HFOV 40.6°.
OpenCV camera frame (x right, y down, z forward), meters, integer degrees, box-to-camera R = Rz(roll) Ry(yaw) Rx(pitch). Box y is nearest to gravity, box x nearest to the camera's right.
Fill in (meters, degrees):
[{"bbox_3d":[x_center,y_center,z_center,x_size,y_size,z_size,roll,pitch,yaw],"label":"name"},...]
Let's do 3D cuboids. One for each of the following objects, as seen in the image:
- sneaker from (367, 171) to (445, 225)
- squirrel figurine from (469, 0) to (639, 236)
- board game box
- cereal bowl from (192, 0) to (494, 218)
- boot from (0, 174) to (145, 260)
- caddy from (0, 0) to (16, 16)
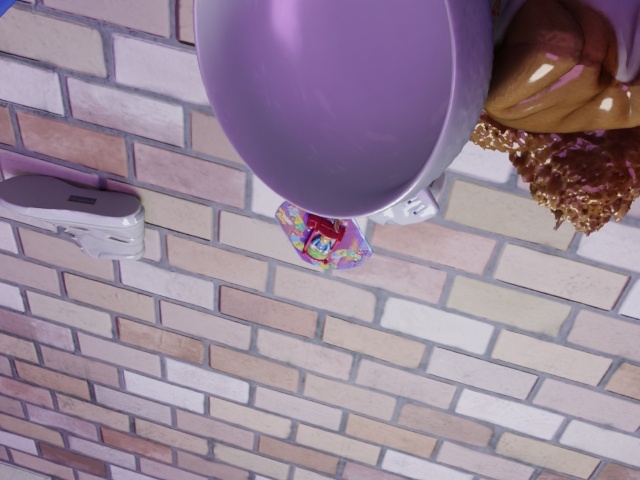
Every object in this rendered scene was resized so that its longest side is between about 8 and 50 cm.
[{"bbox_3d":[0.088,-0.150,1.110,0.210,0.137,0.366,23,144,-5],"label":"sneaker"},{"bbox_3d":[0.345,-0.176,0.923,0.371,0.281,0.397,15,154,-9],"label":"squirrel figurine"},{"bbox_3d":[0.000,0.000,1.380,0.133,0.033,0.168,-7,132,28],"label":"board game box"},{"bbox_3d":[0.032,-0.200,0.861,0.339,0.141,0.338,20,122,36],"label":"cereal bowl"},{"bbox_3d":[-0.424,-0.028,1.475,0.258,0.095,0.123,12,132,8],"label":"boot"},{"bbox_3d":[-0.474,-0.409,1.029,0.341,0.179,0.241,34,161,-15],"label":"caddy"}]
